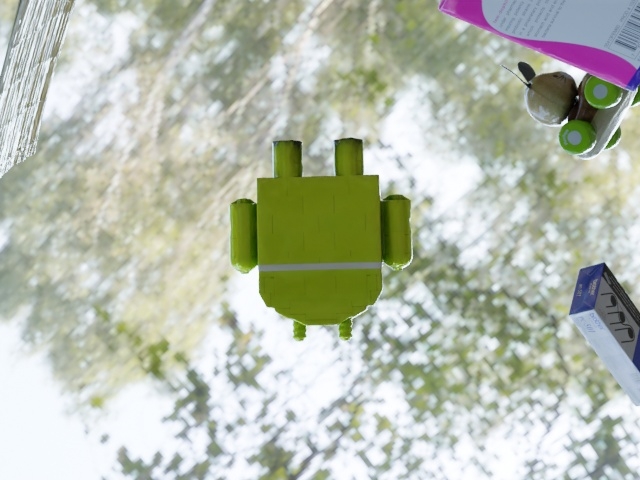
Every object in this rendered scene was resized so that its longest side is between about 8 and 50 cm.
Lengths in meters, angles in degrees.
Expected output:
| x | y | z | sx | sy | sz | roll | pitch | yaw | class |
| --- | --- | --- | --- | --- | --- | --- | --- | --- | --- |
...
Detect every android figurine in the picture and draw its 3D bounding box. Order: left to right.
| x | y | z | sx | sy | sz | roll | pitch | yaw | class |
| --- | --- | --- | --- | --- | --- | --- | --- | --- | --- |
| 0.000 | 0.000 | 1.898 | 0.056 | 0.248 | 0.272 | 22 | -115 | -87 | android figurine |

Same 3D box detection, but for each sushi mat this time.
| x | y | z | sx | sy | sz | roll | pitch | yaw | class |
| --- | --- | --- | --- | --- | --- | --- | --- | --- | --- |
| -0.332 | -0.197 | 1.622 | 0.019 | 0.316 | 0.151 | 30 | -143 | 6 | sushi mat |

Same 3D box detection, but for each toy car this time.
| x | y | z | sx | sy | sz | roll | pitch | yaw | class |
| --- | --- | --- | --- | --- | --- | --- | --- | --- | --- |
| 0.361 | -0.222 | 2.100 | 0.188 | 0.149 | 0.155 | 34 | -160 | 21 | toy car |

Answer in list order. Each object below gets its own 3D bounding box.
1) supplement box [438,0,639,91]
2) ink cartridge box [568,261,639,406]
| x | y | z | sx | sy | sz | roll | pitch | yaw | class |
| --- | --- | --- | --- | --- | --- | --- | --- | --- | --- |
| 0.242 | -0.258 | 1.422 | 0.220 | 0.111 | 0.114 | 21 | -140 | -8 | supplement box |
| 0.439 | 0.139 | 2.069 | 0.207 | 0.046 | 0.097 | 50 | -138 | -27 | ink cartridge box |
